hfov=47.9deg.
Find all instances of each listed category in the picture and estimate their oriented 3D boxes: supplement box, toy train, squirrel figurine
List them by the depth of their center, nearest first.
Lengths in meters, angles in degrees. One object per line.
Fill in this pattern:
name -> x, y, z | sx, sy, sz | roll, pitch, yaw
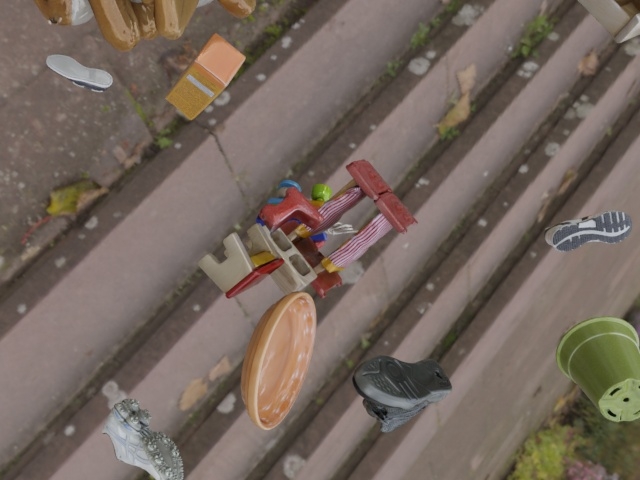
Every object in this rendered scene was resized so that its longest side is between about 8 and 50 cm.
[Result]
squirrel figurine -> -0.349, -0.516, 1.175 | 0.281, 0.370, 0.397 | -54, 144, -51
supplement box -> -0.230, -0.315, 1.409 | 0.078, 0.080, 0.233 | -61, -163, -20
toy train -> -0.004, -0.065, 1.567 | 0.105, 0.248, 0.143 | 71, 28, -45

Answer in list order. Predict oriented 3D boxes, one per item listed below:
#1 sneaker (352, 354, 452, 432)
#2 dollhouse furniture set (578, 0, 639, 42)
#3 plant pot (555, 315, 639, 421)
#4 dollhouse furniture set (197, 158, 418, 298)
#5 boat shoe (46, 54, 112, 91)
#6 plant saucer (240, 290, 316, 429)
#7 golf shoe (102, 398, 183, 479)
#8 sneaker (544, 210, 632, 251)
sneaker -> 0.098, 0.237, 1.086 | 0.130, 0.087, 0.227 | -43, 153, 20
dollhouse furniture set -> 0.421, -0.398, 0.894 | 0.212, 0.161, 0.242 | -27, 163, -34
plant pot -> 0.280, 0.130, 0.693 | 0.079, 0.083, 0.083 | -92, -160, -60
dollhouse furniture set -> 0.000, 0.000, 1.162 | 0.201, 0.152, 0.374 | -40, 175, 22
boat shoe -> -0.468, -0.320, 1.392 | 0.125, 0.046, 0.038 | 12, 155, -30
plant saucer -> -0.061, 0.167, 1.025 | 0.200, 0.037, 0.200 | 13, 90, -71
golf shoe -> -0.302, 0.356, 1.220 | 0.086, 0.176, 0.069 | -48, 159, 17
sneaker -> 0.320, -0.015, 0.867 | 0.109, 0.044, 0.040 | -8, 101, -9
